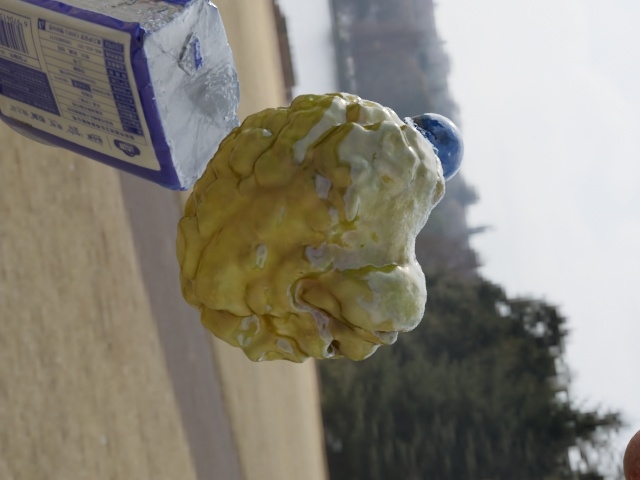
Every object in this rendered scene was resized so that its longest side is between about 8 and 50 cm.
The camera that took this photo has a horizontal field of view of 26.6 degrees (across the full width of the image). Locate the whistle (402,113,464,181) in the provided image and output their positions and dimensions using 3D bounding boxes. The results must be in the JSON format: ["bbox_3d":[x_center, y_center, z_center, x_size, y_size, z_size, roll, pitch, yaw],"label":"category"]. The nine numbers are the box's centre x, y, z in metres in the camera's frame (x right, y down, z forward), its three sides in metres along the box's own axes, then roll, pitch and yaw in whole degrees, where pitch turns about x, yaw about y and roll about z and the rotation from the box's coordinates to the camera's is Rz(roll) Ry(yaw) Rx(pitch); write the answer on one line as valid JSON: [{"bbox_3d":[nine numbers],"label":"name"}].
[{"bbox_3d":[0.124,-0.095,1.512,0.158,0.090,0.090,-115,-166,-64],"label":"whistle"}]

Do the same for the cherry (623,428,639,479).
[{"bbox_3d":[0.403,0.288,1.623,0.090,0.107,0.225,57,39,-12],"label":"cherry"}]

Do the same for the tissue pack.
[{"bbox_3d":[-0.227,-0.187,1.409,0.137,0.270,0.209,-49,143,-31],"label":"tissue pack"}]

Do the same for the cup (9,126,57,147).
[{"bbox_3d":[-0.369,-0.301,1.949,0.327,0.323,0.236,-59,158,-56],"label":"cup"}]

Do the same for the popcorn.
[{"bbox_3d":[0.000,0.000,1.055,0.203,0.226,0.200,58,-11,27],"label":"popcorn"}]
